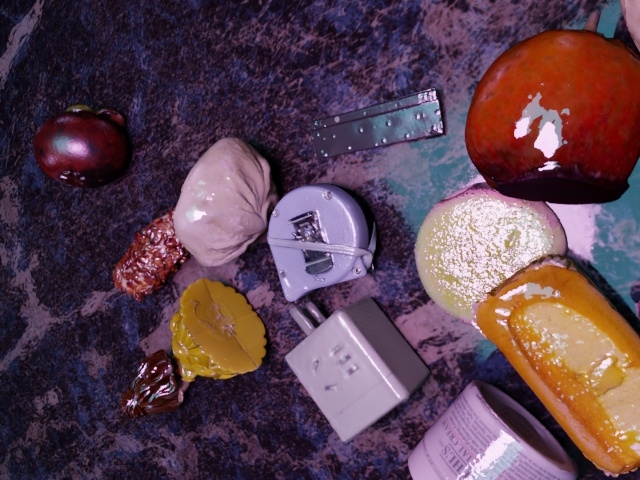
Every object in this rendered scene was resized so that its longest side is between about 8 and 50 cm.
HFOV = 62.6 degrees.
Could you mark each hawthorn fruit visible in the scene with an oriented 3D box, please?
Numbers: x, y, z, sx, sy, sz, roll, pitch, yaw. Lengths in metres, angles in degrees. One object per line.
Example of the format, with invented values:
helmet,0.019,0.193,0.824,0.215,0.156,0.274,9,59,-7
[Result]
hawthorn fruit,0.299,-0.167,0.663,0.215,0.215,0.249,25,105,24

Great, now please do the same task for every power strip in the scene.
power strip,0.043,0.178,0.850,0.140,0.139,0.224,-44,74,24

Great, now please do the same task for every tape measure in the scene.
tape measure,-0.001,-0.005,0.884,0.182,0.107,0.180,-26,88,29

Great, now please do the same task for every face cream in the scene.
face cream,0.235,0.305,0.727,0.177,0.177,0.152,38,101,21

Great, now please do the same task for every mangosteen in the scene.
mangosteen,-0.495,-0.205,1.105,0.200,0.200,0.199,2,94,28

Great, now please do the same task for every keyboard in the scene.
keyboard,0.088,-0.188,0.872,0.231,0.023,0.072,-8,96,28

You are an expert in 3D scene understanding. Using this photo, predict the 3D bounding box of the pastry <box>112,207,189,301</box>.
pastry,-0.337,0.028,1.069,0.115,0.097,0.208,48,111,6

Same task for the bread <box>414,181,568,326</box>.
bread,0.250,0.024,0.792,0.229,0.034,0.228,1,93,28

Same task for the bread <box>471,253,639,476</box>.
bread,0.341,0.154,0.689,0.153,0.119,0.288,-41,84,24

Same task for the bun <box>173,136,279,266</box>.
bun,-0.148,-0.059,0.908,0.133,0.231,0.230,18,102,9

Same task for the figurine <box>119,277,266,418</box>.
figurine,-0.264,0.238,1.029,0.187,0.168,0.315,40,124,-9

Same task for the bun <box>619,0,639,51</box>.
bun,0.471,-0.238,0.501,0.362,0.326,0.234,30,110,28

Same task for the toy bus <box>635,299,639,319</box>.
toy bus,0.523,0.051,0.585,0.303,0.147,0.127,-38,76,22
